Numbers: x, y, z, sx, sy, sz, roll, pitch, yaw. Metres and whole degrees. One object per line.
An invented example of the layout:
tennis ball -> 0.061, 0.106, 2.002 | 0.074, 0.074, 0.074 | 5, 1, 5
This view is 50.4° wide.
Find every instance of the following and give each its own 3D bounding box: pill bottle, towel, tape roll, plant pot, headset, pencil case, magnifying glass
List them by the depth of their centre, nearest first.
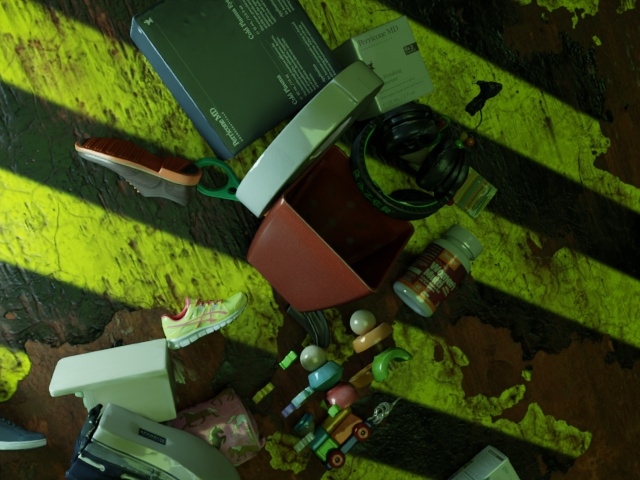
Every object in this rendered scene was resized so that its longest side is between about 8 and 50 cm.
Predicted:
tape roll -> -0.022, -0.210, 1.422 | 0.072, 0.392, 0.392 | 43, 81, -1
plant pot -> 0.000, 0.000, 1.480 | 0.267, 0.236, 0.267 | 46, 40, -6
headset -> 0.246, -0.215, 1.497 | 0.394, 0.185, 0.243 | -40, 88, -29
pencil case -> -0.316, 0.481, 1.502 | 0.386, 0.160, 0.167 | -28, 134, -14
magnifying glass -> -0.192, -0.112, 1.552 | 0.231, 0.026, 0.092 | 32, 122, -22
pill bottle -> 0.293, 0.072, 1.679 | 0.121, 0.121, 0.221 | 45, 81, -15
towel -> 0.340, -0.162, 1.730 | 0.237, 0.021, 0.102 | 37, 82, -16

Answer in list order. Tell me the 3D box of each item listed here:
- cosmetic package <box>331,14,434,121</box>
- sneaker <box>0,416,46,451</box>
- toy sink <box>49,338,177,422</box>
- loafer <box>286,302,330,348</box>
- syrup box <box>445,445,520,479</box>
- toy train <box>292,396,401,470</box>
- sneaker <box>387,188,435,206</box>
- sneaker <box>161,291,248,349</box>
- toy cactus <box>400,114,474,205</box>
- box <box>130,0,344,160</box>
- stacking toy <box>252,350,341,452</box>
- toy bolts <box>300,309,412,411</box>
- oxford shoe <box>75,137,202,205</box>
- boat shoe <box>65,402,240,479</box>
cosmetic package -> 0.141, -0.396, 1.584 | 0.151, 0.151, 0.183 | -27, 101, -15
sneaker -> -0.675, 0.357, 1.419 | 0.226, 0.086, 0.163 | 18, 64, -41
toy sink -> -0.431, 0.318, 1.443 | 0.234, 0.153, 0.131 | -10, 107, -10
loafer -> -0.044, 0.161, 1.610 | 0.078, 0.080, 0.220 | -24, 91, -10
syrup box -> 0.395, 0.652, 1.763 | 0.237, 0.096, 0.093 | -35, 105, -12
toy train -> 0.061, 0.420, 1.651 | 0.248, 0.105, 0.143 | -45, 91, -10
sneaker -> 0.189, -0.072, 1.671 | 0.211, 0.080, 0.081 | -10, 119, -16
sneaker -> -0.263, 0.162, 1.536 | 0.209, 0.081, 0.094 | -28, 99, -13
toy cactus -> 0.274, -0.199, 1.637 | 0.181, 0.112, 0.218 | 6, 96, -29
box -> -0.180, -0.400, 1.471 | 0.312, 0.179, 0.343 | -37, 103, -13
stacking toy -> -0.056, 0.366, 1.528 | 0.167, 0.221, 0.052 | 47, 47, 13
toy bolts -> 0.060, 0.278, 1.585 | 0.229, 0.218, 0.158 | -33, 85, -22
oxford shoe -> -0.399, -0.145, 1.467 | 0.271, 0.097, 0.098 | 19, 120, -4
boat shoe -> -0.343, 0.466, 1.377 | 0.341, 0.127, 0.158 | 31, 106, -13
